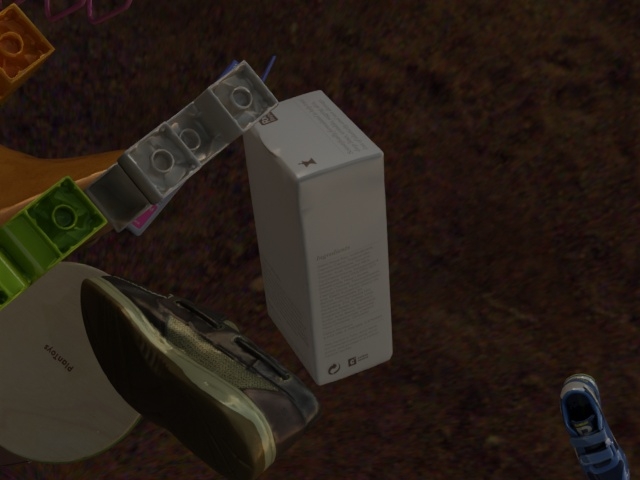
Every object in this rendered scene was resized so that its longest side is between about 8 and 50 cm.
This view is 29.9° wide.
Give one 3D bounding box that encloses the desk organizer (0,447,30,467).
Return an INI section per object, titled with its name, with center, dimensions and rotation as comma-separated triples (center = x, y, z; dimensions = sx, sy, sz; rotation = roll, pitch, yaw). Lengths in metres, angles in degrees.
[desk organizer]
center = -0.424, 0.265, 1.540
dimensions = 0.130, 0.047, 0.050
rotation = -12, 92, 16

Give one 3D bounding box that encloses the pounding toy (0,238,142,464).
[pounding toy]
center = -0.244, 0.093, 1.138
dimensions = 0.183, 0.110, 0.236
rotation = -23, 80, 0

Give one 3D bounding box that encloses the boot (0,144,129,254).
[boot]
center = -0.250, -0.066, 0.730
dimensions = 0.295, 0.104, 0.211
rotation = -23, 85, 19

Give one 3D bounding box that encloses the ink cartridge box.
[ink cartridge box]
center = -0.195, -0.162, 1.874
dimensions = 0.065, 0.311, 0.186
rotation = 40, 30, -12

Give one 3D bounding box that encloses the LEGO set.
[LEGO set]
center = -0.130, 0.002, 0.372
dimensions = 0.227, 0.093, 0.087
rotation = -43, 99, -31

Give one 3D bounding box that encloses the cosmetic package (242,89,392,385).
[cosmetic package]
center = 0.000, 0.000, 1.043
dimensions = 0.085, 0.231, 0.117
rotation = -19, 42, -19

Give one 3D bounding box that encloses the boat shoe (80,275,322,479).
[boat shoe]
center = -0.083, 0.080, 0.788
dimensions = 0.073, 0.223, 0.080
rotation = -21, 123, -31

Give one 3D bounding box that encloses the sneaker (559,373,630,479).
[sneaker]
center = 0.307, 0.225, 1.364
dimensions = 0.053, 0.059, 0.144
rotation = -24, 82, 18

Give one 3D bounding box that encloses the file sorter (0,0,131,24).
[file sorter]
center = -0.412, -0.409, 1.643
dimensions = 0.291, 0.202, 0.182
rotation = 4, 88, -30
